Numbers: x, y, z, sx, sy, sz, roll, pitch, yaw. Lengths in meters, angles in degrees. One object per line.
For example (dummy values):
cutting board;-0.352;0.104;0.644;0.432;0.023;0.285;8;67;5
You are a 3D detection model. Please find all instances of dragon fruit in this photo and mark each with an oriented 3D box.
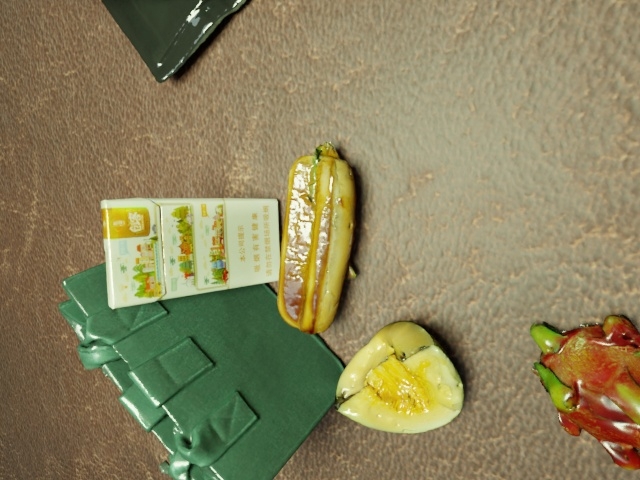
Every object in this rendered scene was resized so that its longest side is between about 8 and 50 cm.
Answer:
dragon fruit;0.301;0.153;0.386;0.143;0.175;0.138;0;111;-4

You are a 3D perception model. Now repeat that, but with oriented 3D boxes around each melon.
melon;0.105;0.172;0.501;0.128;0.079;0.160;43;115;-6

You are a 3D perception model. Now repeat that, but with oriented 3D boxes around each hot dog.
hot dog;0.000;0.000;0.522;0.104;0.076;0.249;15;102;43

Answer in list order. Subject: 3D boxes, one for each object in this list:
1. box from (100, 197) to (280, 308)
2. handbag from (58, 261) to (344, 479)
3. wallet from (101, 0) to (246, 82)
box;-0.149;0.006;0.510;0.032;0.221;0.121;4;97;50
handbag;-0.140;0.142;0.520;0.326;0.239;0.089;45;125;12
wallet;-0.180;-0.404;0.554;0.323;0.041;0.247;-39;82;23
